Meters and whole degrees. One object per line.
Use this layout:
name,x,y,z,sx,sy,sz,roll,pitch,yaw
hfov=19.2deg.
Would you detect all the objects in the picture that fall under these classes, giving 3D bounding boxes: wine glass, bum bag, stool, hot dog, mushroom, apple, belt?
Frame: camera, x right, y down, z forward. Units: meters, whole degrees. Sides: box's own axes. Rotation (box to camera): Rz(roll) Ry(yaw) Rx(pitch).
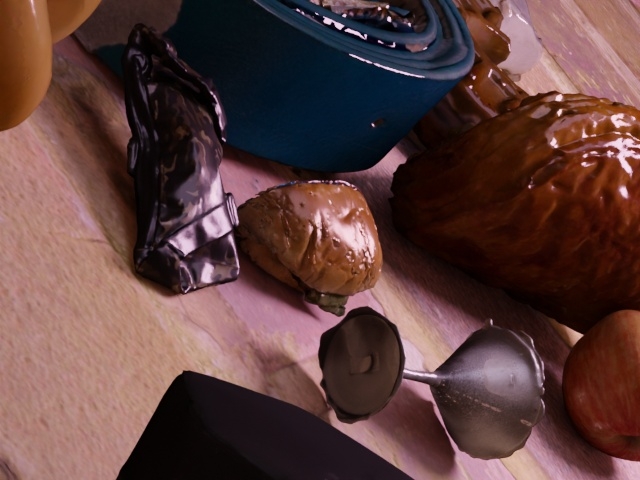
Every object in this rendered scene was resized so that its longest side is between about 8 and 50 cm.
wine glass,0.088,0.117,1.568,0.183,0.122,0.122,13,41,-44
bum bag,-0.113,-0.062,1.518,0.102,0.069,0.248,43,37,-53
stool,-0.022,0.189,1.143,0.232,0.141,0.232,29,6,-3
hot dog,0.249,-0.020,1.892,0.387,0.267,0.174,28,60,-35
mushroom,0.167,-0.359,2.464,0.351,0.097,0.109,52,20,19
apple,0.309,0.141,1.856,0.146,0.146,0.131,27,51,-40
belt,-0.049,-0.221,1.762,0.436,0.173,0.300,16,37,-51

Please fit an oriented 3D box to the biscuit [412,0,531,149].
biscuit,0.155,-0.182,2.119,0.268,0.115,0.366,21,30,-44

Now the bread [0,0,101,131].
bread,-0.338,-0.272,1.318,0.424,0.329,0.245,40,66,-21

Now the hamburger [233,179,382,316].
hamburger,0.005,0.005,1.611,0.102,0.087,0.176,56,22,21
